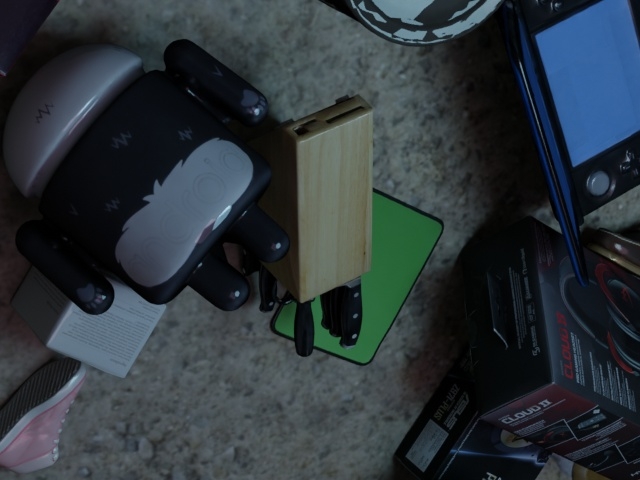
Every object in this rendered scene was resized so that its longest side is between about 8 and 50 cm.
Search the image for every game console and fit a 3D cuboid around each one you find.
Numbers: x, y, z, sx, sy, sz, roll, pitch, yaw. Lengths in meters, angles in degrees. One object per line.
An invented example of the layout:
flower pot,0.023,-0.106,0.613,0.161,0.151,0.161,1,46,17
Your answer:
game console,0.296,-0.143,1.806,0.250,0.173,0.293,-29,117,-17

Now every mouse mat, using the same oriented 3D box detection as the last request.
mouse mat,0.042,0.039,1.858,0.152,0.007,0.190,24,99,-37

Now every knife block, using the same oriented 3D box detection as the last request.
knife block,0.000,0.000,1.674,0.088,0.275,0.242,-26,94,-24

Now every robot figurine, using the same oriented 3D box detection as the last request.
robot figurine,-0.157,-0.054,1.543,0.278,0.173,0.209,40,51,0

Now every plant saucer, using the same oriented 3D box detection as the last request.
plant saucer,0.358,0.287,2.161,0.083,0.015,0.083,-14,118,-26

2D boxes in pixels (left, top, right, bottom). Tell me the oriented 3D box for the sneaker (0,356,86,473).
sneaker,-0.275,0.179,1.701,0.134,0.051,0.070,-44,129,-3

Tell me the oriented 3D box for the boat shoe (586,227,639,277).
boat shoe,0.396,0.015,2.028,0.207,0.073,0.073,22,97,-44

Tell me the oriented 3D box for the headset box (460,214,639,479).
headset box,0.278,0.122,1.902,0.293,0.218,0.110,28,135,-37

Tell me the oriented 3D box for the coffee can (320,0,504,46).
coffee can,0.033,-0.308,1.522,0.201,0.275,0.201,-13,118,-26

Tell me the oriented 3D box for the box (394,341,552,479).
box,0.200,0.220,1.994,0.147,0.077,0.180,31,93,-38

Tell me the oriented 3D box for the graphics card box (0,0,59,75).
graphics card box,-0.261,-0.351,1.438,0.233,0.094,0.371,37,89,-37

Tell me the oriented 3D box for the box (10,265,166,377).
box,-0.225,0.063,1.644,0.102,0.101,0.087,29,96,-38
